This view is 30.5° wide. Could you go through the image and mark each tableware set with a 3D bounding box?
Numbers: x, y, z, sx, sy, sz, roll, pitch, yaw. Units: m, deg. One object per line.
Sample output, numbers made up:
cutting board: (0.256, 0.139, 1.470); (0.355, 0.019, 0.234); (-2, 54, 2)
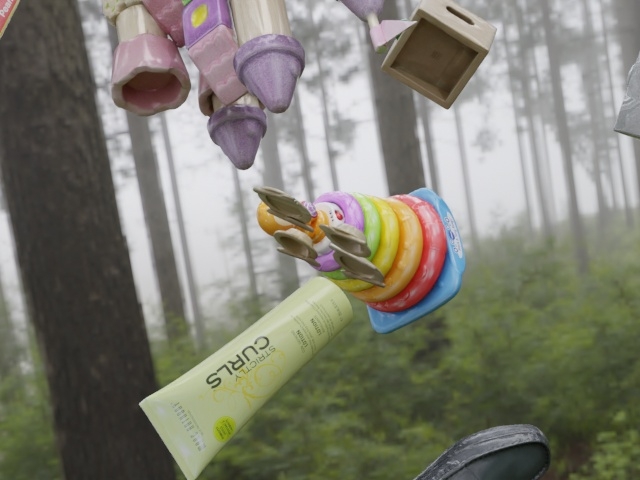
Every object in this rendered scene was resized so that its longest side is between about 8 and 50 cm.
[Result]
tableware set: (0.000, 0.000, 1.269); (0.141, 0.020, 0.169); (22, -20, 20)

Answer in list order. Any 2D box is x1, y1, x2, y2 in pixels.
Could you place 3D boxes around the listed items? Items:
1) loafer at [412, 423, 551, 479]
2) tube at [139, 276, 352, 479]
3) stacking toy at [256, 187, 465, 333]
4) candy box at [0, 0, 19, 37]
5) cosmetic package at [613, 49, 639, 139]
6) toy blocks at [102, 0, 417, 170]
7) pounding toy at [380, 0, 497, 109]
loafer: (0.110, 0.233, 1.022); (0.223, 0.076, 0.078); (-25, 21, -11)
tube: (-0.064, 0.125, 1.142); (0.070, 0.062, 0.240); (38, 54, 20)
stacking toy: (0.032, -0.005, 1.511); (0.165, 0.175, 0.302); (-33, -35, 32)
candy box: (-0.466, -0.292, 1.433); (0.122, 0.268, 0.317); (35, -31, -26)
cosmetic package: (0.423, -0.132, 1.163); (0.107, 0.127, 0.238); (12, 11, -37)
toy blocks: (-0.076, -0.195, 0.907); (0.288, 0.260, 0.309); (-31, -35, 30)
pounding toy: (0.156, -0.282, 1.599); (0.130, 0.141, 0.100); (-56, 5, 39)
